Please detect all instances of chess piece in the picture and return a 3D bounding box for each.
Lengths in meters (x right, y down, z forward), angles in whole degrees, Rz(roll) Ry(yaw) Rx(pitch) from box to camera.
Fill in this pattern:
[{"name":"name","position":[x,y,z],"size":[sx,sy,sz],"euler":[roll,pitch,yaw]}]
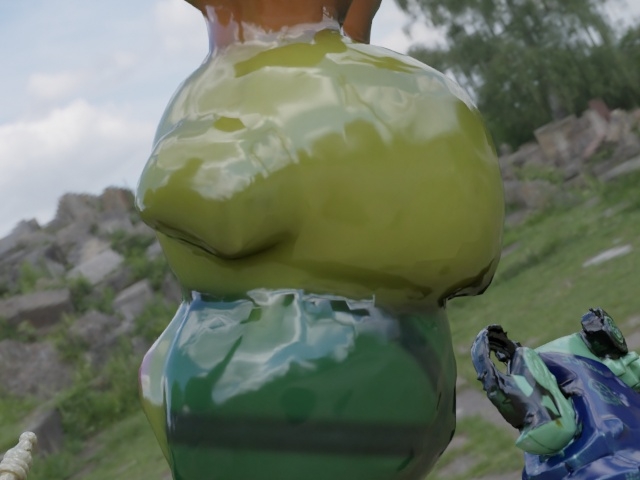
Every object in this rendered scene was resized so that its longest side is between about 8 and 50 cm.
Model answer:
[{"name":"chess piece","position":[-0.283,0.213,0.967],"size":[0.035,0.035,0.092],"euler":[-28,29,31]}]

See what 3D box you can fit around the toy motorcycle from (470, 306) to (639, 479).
[{"name":"toy motorcycle","position":[0.239,0.163,0.913],"size":[0.125,0.196,0.331],"euler":[-37,-26,23]}]

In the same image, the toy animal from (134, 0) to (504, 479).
[{"name":"toy animal","position":[0.003,0.002,0.576],"size":[0.191,0.338,0.216],"euler":[3,5,13]}]
